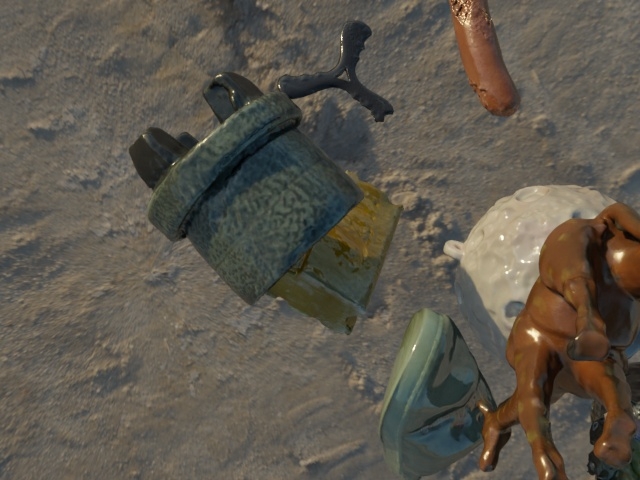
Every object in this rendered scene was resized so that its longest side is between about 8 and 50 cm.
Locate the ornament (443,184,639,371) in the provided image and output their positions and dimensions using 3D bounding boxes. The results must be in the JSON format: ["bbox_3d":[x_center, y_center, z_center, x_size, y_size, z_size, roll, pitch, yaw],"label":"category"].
[{"bbox_3d":[0.402,0.076,1.126,0.337,0.337,0.336,1,87,-14],"label":"ornament"}]

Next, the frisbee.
[{"bbox_3d":[0.054,-0.278,1.163,0.187,0.012,0.211,40,73,7],"label":"frisbee"}]

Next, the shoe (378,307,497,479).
[{"bbox_3d":[0.113,0.160,0.624,0.100,0.251,0.103,17,55,16],"label":"shoe"}]

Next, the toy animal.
[{"bbox_3d":[0.137,0.082,0.400,0.067,0.229,0.224,16,103,7],"label":"toy animal"}]

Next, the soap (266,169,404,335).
[{"bbox_3d":[0.000,0.000,1.273,0.259,0.143,0.281,27,51,-7],"label":"soap"}]

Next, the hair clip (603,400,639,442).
[{"bbox_3d":[0.538,0.279,1.038,0.187,0.146,0.056,29,38,-32],"label":"hair clip"}]

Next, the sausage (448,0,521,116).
[{"bbox_3d":[0.288,-0.373,1.218,0.087,0.079,0.326,-8,78,-15],"label":"sausage"}]

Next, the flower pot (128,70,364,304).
[{"bbox_3d":[-0.108,-0.088,1.011,0.283,0.299,0.299,45,78,0],"label":"flower pot"}]

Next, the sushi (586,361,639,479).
[{"bbox_3d":[0.680,0.397,1.309,0.300,0.294,0.281,-12,94,27],"label":"sushi"}]
